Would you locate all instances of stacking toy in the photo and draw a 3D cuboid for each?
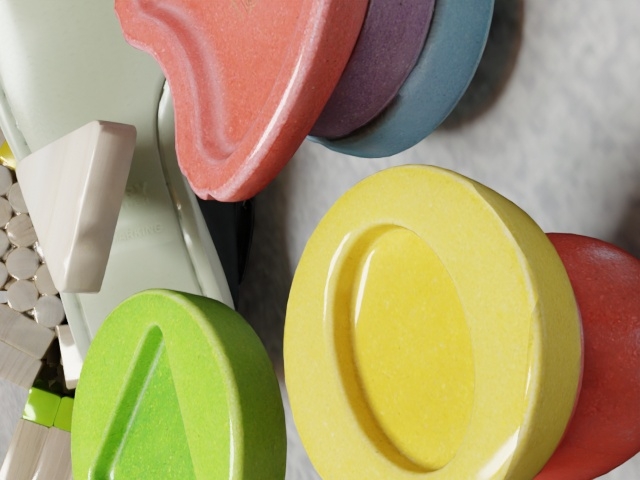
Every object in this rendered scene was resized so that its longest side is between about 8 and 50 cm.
[{"bbox_3d":[0.000,0.000,0.528,0.279,0.130,0.309,-42,56,39],"label":"stacking toy"}]

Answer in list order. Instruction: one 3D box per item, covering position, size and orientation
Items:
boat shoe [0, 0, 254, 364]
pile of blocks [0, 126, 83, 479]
[{"bbox_3d":[-0.101,-0.076,0.676,0.113,0.127,0.340,-63,-40,-74],"label":"boat shoe"},{"bbox_3d":[-0.160,0.042,0.815,0.112,0.148,0.362,133,131,-87],"label":"pile of blocks"}]
